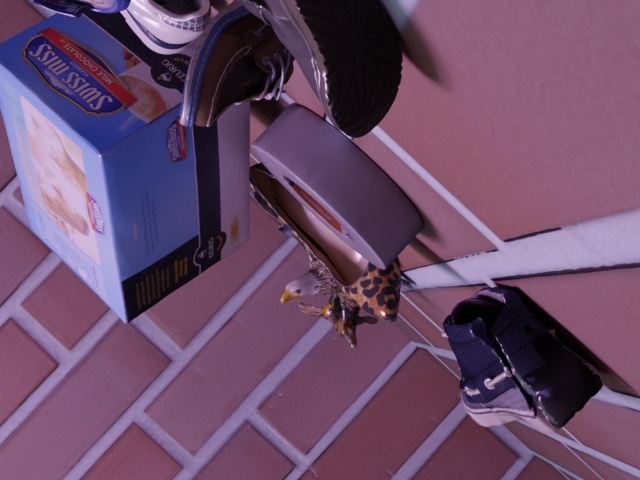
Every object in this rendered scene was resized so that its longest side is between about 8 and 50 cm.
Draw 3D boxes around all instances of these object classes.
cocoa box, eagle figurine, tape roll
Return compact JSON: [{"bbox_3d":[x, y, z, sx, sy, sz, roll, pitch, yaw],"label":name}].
[{"bbox_3d":[-0.245,-0.111,1.407,0.231,0.228,0.347,41,150,24],"label":"cocoa box"},{"bbox_3d":[0.012,0.024,1.810,0.226,0.225,0.298,-1,119,21],"label":"eagle figurine"},{"bbox_3d":[0.020,-0.064,1.314,0.219,0.072,0.219,43,175,4],"label":"tape roll"}]

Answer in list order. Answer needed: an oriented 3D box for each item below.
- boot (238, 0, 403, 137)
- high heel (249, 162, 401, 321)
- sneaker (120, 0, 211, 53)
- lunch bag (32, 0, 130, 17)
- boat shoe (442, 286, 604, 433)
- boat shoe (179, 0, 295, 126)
[{"bbox_3d":[-0.046,-0.180,0.770,0.208,0.076,0.190,32,157,36],"label":"boot"},{"bbox_3d":[0.000,0.000,1.439,0.186,0.093,0.261,22,-151,-36],"label":"high heel"},{"bbox_3d":[-0.205,-0.295,1.117,0.235,0.090,0.095,40,164,-11],"label":"sneaker"},{"bbox_3d":[-0.255,-0.293,0.808,0.243,0.115,0.303,18,160,16],"label":"lunch bag"},{"bbox_3d":[0.210,0.131,1.316,0.158,0.127,0.340,49,168,-1],"label":"boat shoe"},{"bbox_3d":[-0.052,-0.141,0.836,0.066,0.183,0.066,21,134,2],"label":"boat shoe"}]
